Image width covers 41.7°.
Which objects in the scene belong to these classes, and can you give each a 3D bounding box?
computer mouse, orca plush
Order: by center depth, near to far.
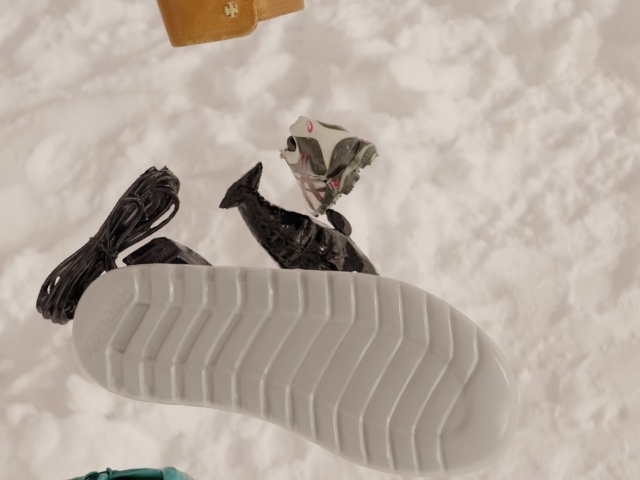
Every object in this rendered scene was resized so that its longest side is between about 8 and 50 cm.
[{"bbox_3d":[-0.150,0.060,0.894,0.188,0.272,0.072,-51,34,-7],"label":"computer mouse"},{"bbox_3d":[0.000,0.000,1.201,0.151,0.287,0.102,-48,24,-24],"label":"orca plush"}]

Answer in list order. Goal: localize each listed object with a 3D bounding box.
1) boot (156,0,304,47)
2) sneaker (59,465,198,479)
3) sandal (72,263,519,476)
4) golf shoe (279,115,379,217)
[{"bbox_3d":[-0.131,-0.257,0.655,0.295,0.211,0.104,-15,21,-34],"label":"boot"},{"bbox_3d":[-0.272,0.322,1.052,0.275,0.110,0.107,-12,47,17],"label":"sneaker"},{"bbox_3d":[-0.017,0.102,0.792,0.416,0.102,0.170,15,85,-2],"label":"sandal"},{"bbox_3d":[0.000,-0.116,1.234,0.120,0.273,0.105,35,75,-3],"label":"golf shoe"}]
